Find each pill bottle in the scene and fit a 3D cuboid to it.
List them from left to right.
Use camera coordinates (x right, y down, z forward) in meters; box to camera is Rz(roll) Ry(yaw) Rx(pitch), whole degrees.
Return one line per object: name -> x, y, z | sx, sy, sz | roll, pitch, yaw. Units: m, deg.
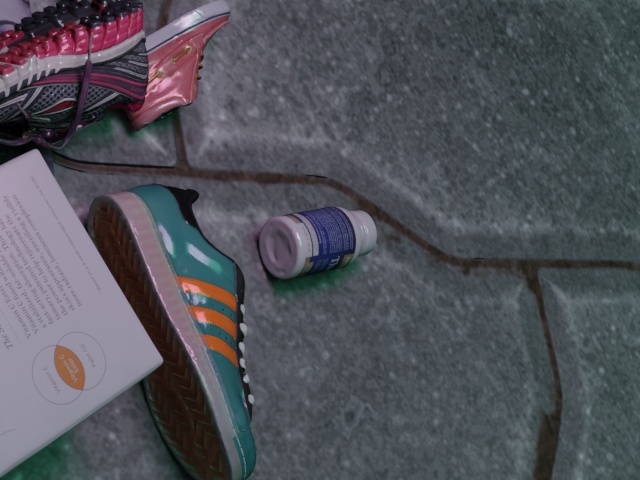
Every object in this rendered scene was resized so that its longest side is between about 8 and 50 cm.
pill bottle -> 0.000, 0.000, 1.630 | 0.120, 0.067, 0.067 | -11, 80, -42

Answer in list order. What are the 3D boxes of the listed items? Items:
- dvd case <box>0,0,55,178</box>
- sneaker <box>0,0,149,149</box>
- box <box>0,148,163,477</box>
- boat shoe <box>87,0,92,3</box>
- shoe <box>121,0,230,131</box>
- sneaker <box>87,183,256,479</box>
dvd case -> -0.334, -0.154, 1.445 | 0.164, 0.018, 0.221 | 1, 72, -40
sneaker -> -0.271, -0.129, 1.405 | 0.299, 0.121, 0.112 | -26, 122, -36
box -> -0.334, 0.106, 1.235 | 0.345, 0.168, 0.215 | -34, 96, -44
boat shoe -> -0.268, -0.394, 1.481 | 0.367, 0.156, 0.136 | 47, 29, -19
shoe -> -0.145, -0.179, 1.589 | 0.178, 0.063, 0.081 | -36, 98, -37
sneaker -> -0.111, 0.083, 1.474 | 0.121, 0.108, 0.302 | -16, 82, -39
